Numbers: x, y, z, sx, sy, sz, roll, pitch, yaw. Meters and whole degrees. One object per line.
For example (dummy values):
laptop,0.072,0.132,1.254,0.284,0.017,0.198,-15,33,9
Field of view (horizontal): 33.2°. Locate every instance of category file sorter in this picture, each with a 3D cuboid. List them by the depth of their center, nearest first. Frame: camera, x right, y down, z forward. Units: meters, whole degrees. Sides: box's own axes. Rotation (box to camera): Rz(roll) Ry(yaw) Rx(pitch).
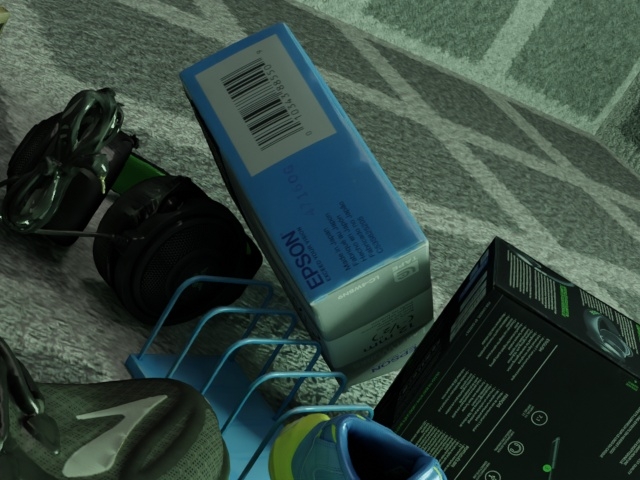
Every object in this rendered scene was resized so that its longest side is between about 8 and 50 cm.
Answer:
file sorter,-0.056,0.121,0.887,0.118,0.104,0.170,7,33,-47

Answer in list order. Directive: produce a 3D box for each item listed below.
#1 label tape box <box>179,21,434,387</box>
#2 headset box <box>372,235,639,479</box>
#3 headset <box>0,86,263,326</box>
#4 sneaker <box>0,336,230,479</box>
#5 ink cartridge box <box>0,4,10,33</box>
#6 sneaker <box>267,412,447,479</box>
label tape box,0.000,0.000,1.013,0.249,0.115,0.347,59,-8,24
headset box,0.201,0.181,0.912,0.283,0.246,0.131,31,21,-1
headset,-0.171,-0.048,0.986,0.243,0.185,0.394,36,10,9
sneaker,-0.229,0.088,0.546,0.483,0.202,0.185,12,5,-45
ink cartridge box,-0.413,-0.170,0.908,0.235,0.193,0.088,33,19,0
sneaker,0.056,0.218,0.736,0.091,0.126,0.240,-36,83,-32
